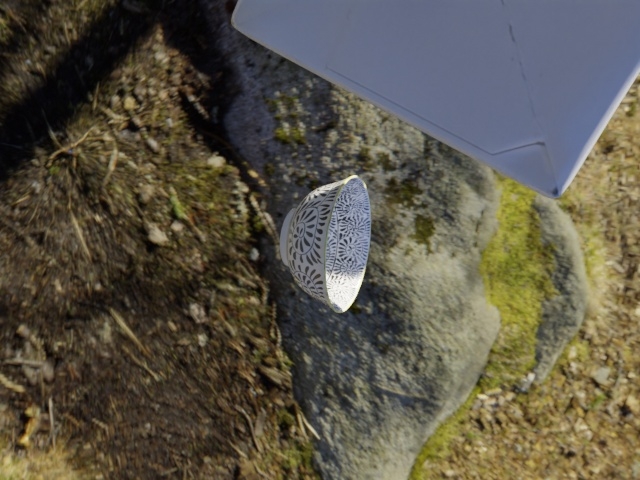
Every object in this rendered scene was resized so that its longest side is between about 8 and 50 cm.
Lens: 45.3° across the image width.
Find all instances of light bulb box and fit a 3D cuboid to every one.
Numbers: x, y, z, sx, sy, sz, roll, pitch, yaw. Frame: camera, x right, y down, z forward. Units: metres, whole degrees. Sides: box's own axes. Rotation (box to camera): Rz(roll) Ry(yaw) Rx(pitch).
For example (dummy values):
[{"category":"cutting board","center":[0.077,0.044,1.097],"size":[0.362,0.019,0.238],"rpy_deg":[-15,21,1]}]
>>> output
[{"category":"light bulb box","center":[0.166,-0.255,0.538],"size":[0.225,0.361,0.357],"rpy_deg":[31,110,9]}]

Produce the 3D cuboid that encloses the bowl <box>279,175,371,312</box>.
[{"category":"bowl","center":[0.000,0.000,0.953],"size":[0.080,0.170,0.170],"rpy_deg":[8,95,20]}]
